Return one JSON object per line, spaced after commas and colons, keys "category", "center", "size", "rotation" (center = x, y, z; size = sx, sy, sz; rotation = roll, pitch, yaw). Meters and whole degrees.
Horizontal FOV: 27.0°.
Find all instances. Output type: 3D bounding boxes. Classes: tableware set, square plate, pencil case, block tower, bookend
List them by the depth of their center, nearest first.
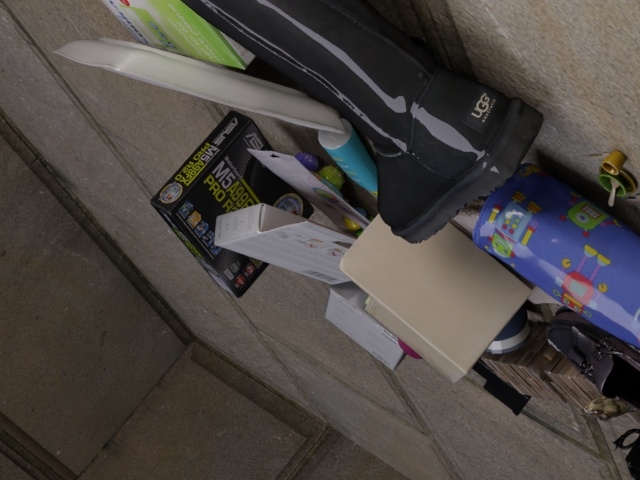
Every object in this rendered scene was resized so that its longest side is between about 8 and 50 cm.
{"category": "tableware set", "center": [0.363, -0.041, 1.480], "size": [0.154, 0.024, 0.104], "rotation": [44, 165, -15]}
{"category": "pencil case", "center": [0.331, 0.027, 1.560], "size": [0.306, 0.133, 0.119], "rotation": [34, 141, 23]}
{"category": "square plate", "center": [-0.177, -0.230, 1.911], "size": [0.347, 0.049, 0.344], "rotation": [14, -175, -27]}
{"category": "block tower", "center": [0.378, 0.189, 2.007], "size": [0.091, 0.097, 0.335], "rotation": [44, 167, -18]}
{"category": "bookend", "center": [0.307, 0.214, 2.294], "size": [0.156, 0.072, 0.157], "rotation": [37, 166, 12]}

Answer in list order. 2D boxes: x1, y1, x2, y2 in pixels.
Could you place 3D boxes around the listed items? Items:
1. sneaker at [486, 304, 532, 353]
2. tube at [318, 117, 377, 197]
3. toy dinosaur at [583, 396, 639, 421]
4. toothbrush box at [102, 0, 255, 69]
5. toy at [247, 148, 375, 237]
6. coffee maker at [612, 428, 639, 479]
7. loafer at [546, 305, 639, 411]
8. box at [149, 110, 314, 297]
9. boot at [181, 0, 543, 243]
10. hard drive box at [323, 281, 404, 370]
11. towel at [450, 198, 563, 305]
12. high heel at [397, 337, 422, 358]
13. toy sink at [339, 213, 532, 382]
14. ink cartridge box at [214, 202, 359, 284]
{"category": "sneaker", "center": [0.193, 0.068, 2.109], "size": [0.319, 0.112, 0.131], "rotation": [17, 138, 41]}
{"category": "tube", "center": [0.058, -0.111, 1.999], "size": [0.080, 0.052, 0.207], "rotation": [41, 175, 34]}
{"category": "toy dinosaur", "center": [0.491, 0.206, 1.782], "size": [0.268, 0.064, 0.118], "rotation": [6, 128, 14]}
{"category": "toothbrush box", "center": [-0.194, -0.350, 1.741], "size": [0.283, 0.122, 0.206], "rotation": [24, 159, 51]}
{"category": "toy", "center": [0.007, -0.091, 2.157], "size": [0.237, 0.056, 0.137], "rotation": [43, 162, -33]}
{"category": "coffee maker", "center": [0.574, 0.377, 2.084], "size": [0.178, 0.120, 0.171], "rotation": [46, -173, -21]}
{"category": "loafer", "center": [0.397, 0.169, 1.698], "size": [0.303, 0.095, 0.109], "rotation": [24, 147, 44]}
{"category": "box", "center": [-0.148, -0.059, 2.316], "size": [0.060, 0.216, 0.270], "rotation": [29, 162, 40]}
{"category": "boot", "center": [0.001, -0.194, 1.574], "size": [0.445, 0.146, 0.367], "rotation": [31, 157, -7]}
{"category": "hard drive box", "center": [0.106, 0.141, 2.540], "size": [0.181, 0.089, 0.232], "rotation": [37, 166, 7]}
{"category": "towel", "center": [0.272, 0.014, 1.827], "size": [0.187, 0.049, 0.282], "rotation": [44, 165, -18]}
{"category": "high heel", "center": [0.200, 0.146, 2.319], "size": [0.117, 0.082, 0.244], "rotation": [22, 144, 25]}
{"category": "toy sink", "center": [0.153, 0.066, 1.888], "size": [0.234, 0.153, 0.131], "rotation": [39, 168, 5]}
{"category": "ink cartridge box", "center": [0.000, 0.000, 2.241], "size": [0.275, 0.060, 0.239], "rotation": [20, 157, -38]}
